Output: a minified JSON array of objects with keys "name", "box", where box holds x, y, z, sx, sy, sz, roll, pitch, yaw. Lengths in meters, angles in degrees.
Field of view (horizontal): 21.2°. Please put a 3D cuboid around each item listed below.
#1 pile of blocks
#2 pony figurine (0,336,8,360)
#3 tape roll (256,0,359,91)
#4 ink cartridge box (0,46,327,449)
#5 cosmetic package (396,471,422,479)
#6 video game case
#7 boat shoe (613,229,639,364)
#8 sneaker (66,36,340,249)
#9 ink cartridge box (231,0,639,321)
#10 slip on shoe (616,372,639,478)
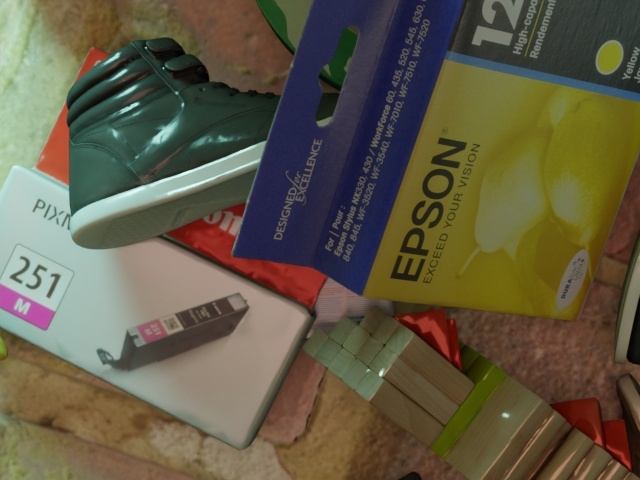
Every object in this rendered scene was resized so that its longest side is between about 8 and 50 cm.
[{"name":"pile of blocks","box":[0.161,0.153,1.361,0.362,0.149,0.113,39,87,-12]},{"name":"pony figurine","box":[-0.480,0.064,1.319,0.363,0.303,0.351,-35,109,5]},{"name":"tape roll","box":[0.091,-0.265,1.391,0.321,0.077,0.321,0,90,2]},{"name":"ink cartridge box","box":[-0.127,0.003,1.396,0.275,0.060,0.239,26,93,5]},{"name":"cosmetic package","box":[0.000,0.294,1.381,0.238,0.107,0.127,-28,86,5]},{"name":"video game case","box":[0.000,0.000,1.424,0.119,0.015,0.166,-3,90,2]},{"name":"boat shoe","box":[0.312,-0.036,1.366,0.091,0.114,0.303,18,91,7]},{"name":"sneaker","box":[-0.070,-0.106,1.339,0.295,0.104,0.147,-18,73,4]},{"name":"ink cartridge box","box":[0.118,-0.097,1.281,0.307,0.072,0.304,6,110,-37]},{"name":"slip on shoe","box":[0.264,0.177,1.402,0.041,0.051,0.135,-22,95,13]}]
